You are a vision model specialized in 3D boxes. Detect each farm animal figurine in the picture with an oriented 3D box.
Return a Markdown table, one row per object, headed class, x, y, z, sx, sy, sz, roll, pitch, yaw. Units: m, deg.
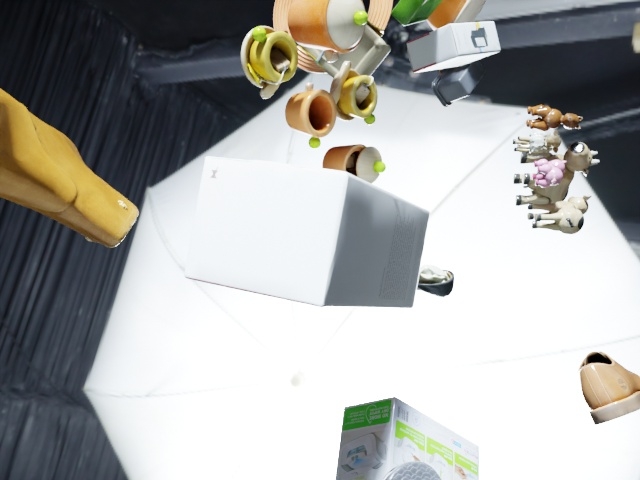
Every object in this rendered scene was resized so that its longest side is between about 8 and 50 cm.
| class | x | y | z | sx | sy | sz | roll | pitch | yaw |
| --- | --- | --- | --- | --- | --- | --- | --- | --- | --- |
| farm animal figurine | 0.586 | -0.157 | 1.629 | 0.172 | 0.330 | 0.327 | 2 | -11 | 5 |

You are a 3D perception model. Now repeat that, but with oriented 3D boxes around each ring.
| class | x | y | z | sx | sy | sz | roll | pitch | yaw |
| --- | --- | --- | --- | --- | --- | --- | --- | --- | --- |
| ring | 0.030 | -0.585 | 1.670 | 0.336 | 0.337 | 0.032 | 5 | 0 | 27 |

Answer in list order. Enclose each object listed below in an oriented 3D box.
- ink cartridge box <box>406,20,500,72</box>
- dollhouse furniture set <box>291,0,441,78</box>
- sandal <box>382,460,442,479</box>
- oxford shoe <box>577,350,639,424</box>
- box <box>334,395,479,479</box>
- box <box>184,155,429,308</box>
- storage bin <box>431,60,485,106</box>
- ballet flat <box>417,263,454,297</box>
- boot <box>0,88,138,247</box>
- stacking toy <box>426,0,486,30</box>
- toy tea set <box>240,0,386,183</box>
| class | x | y | z | sx | sy | sz | roll | pitch | yaw |
| --- | --- | --- | --- | --- | --- | --- | --- | --- | --- |
| ink cartridge box | 0.299 | -0.434 | 1.484 | 0.175 | 0.072 | 0.127 | -20 | 7 | -42 |
| dollhouse furniture set | 0.107 | -0.508 | 1.483 | 0.197 | 0.151 | 0.301 | 45 | -54 | 2 |
| sandal | 0.140 | 0.376 | 0.738 | 0.097 | 0.254 | 0.054 | -9 | -24 | -19 |
| oxford shoe | 0.357 | 0.171 | 0.815 | 0.076 | 0.076 | 0.212 | -29 | -19 | 19 |
| box | 0.156 | 0.430 | 1.139 | 0.127 | 0.231 | 0.262 | -23 | -45 | 38 |
| box | 0.000 | 0.000 | 0.974 | 0.215 | 0.168 | 0.345 | 9 | -2 | 27 |
| storage bin | 0.382 | -0.448 | 1.820 | 0.098 | 0.135 | 0.091 | 49 | -28 | -24 |
| ballet flat | 0.198 | 0.073 | 1.420 | 0.203 | 0.074 | 0.074 | 11 | -14 | -16 |
| boot | -0.303 | -0.068 | 0.730 | 0.211 | 0.104 | 0.295 | 41 | 3 | -14 |
| stacking toy | 0.268 | -0.796 | 1.817 | 0.480 | 0.351 | 0.350 | 31 | -16 | -1 |
| toy tea set | 0.035 | -0.227 | 1.011 | 0.124 | 0.200 | 0.336 | 13 | -29 | 41 |
